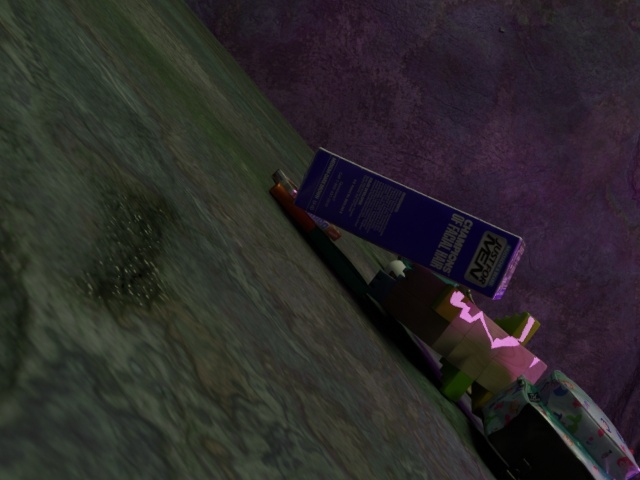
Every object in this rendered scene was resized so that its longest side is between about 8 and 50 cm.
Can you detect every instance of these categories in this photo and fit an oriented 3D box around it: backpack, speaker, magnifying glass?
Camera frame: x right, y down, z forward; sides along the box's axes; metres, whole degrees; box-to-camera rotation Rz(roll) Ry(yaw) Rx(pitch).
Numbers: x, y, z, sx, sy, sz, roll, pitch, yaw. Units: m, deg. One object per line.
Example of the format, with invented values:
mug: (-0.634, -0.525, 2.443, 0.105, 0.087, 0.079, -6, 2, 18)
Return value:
backpack: (0.364, 0.321, 1.322, 0.225, 0.191, 0.253, 49, 1, 1)
speaker: (0.203, 0.106, 1.992, 0.055, 0.055, 0.136, 45, 9, -41)
magnifying glass: (0.000, 0.000, 1.350, 0.231, 0.026, 0.092, 51, 6, -12)

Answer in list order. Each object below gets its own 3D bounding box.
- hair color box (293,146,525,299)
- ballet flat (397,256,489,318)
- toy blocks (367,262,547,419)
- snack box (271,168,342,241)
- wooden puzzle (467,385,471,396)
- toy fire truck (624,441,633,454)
hair color box: (0.146, -0.023, 1.321, 0.339, 0.110, 0.185, 24, 3, 16)
ballet flat: (0.309, 0.174, 2.043, 0.482, 0.164, 0.182, -113, -175, -50)
toy blocks: (0.220, 0.141, 1.478, 0.381, 0.190, 0.261, 37, 1, -41)
snack box: (-0.024, -0.062, 1.537, 0.178, 0.022, 0.064, 43, 8, -47)
wooden puzzle: (0.322, 0.324, 1.745, 0.078, 0.014, 0.116, 44, 7, -14)
toy fire truck: (0.567, 0.492, 1.954, 0.254, 0.169, 0.302, 27, 0, 14)
